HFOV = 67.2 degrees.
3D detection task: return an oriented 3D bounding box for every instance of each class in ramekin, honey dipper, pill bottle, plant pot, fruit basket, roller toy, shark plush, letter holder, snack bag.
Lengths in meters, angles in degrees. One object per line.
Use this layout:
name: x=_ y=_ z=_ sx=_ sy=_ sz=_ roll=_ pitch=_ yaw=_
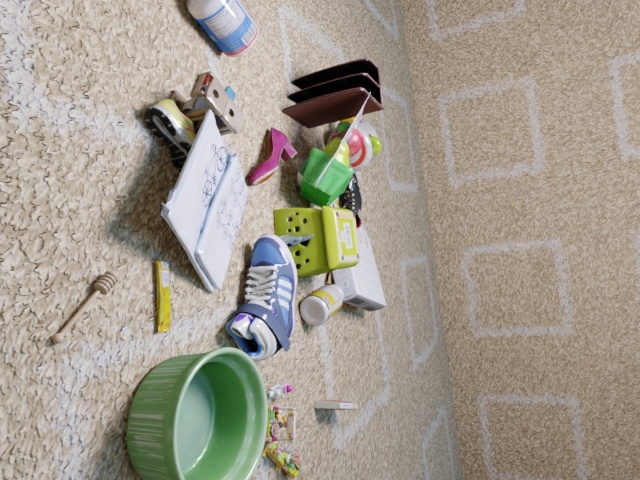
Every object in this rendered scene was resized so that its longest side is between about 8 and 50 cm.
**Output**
ramekin: x=-0.254 y=0.381 z=1.014 sx=0.303 sy=0.148 sz=0.303 roll=26 pitch=61 yaw=-59
honey dipper: x=-0.428 y=0.120 z=0.875 sx=0.030 sy=0.030 sz=0.160 roll=64 pitch=35 yaw=-32
pill bottle: x=0.013 y=0.213 z=1.645 sx=0.184 sy=0.103 sz=0.103 roll=-27 pitch=108 yaw=-62
plant pot: x=0.000 y=0.000 z=1.562 sx=0.227 sy=0.207 sz=0.228 roll=1 pitch=81 yaw=-63
pill bottle: x=-0.271 y=-0.608 z=1.274 sx=0.221 sy=0.124 sz=0.124 roll=44 pitch=46 yaw=-51
fruit basket: x=0.050 y=-0.296 z=1.639 sx=0.327 sy=0.165 sz=0.353 roll=116 pitch=-2 yaw=-78
roller toy: x=0.132 y=-0.387 z=1.948 sx=0.209 sy=0.191 sz=0.146 roll=38 pitch=35 yaw=2
shark plush: x=-0.100 y=0.017 z=1.436 sx=0.067 sy=0.161 sz=0.073 roll=-148 pitch=-125 yaw=-75
letter holder: x=0.036 y=-0.518 z=1.662 sx=0.214 sy=0.302 sz=0.152 roll=8 pitch=76 yaw=-62
snack bag: x=-0.254 y=-0.091 z=1.150 sx=0.342 sy=0.037 sz=0.323 roll=80 pitch=19 yaw=-55

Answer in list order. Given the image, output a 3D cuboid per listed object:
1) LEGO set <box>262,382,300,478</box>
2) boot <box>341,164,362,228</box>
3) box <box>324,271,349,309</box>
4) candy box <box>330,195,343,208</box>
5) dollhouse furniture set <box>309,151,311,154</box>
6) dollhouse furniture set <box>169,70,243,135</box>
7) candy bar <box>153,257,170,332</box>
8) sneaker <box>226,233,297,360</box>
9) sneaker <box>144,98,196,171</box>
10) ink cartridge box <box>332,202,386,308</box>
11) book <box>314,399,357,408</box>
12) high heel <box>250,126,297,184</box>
LEGO set: x=-0.091 y=0.551 z=1.343 sx=0.132 sy=0.107 sz=0.287 roll=-18 pitch=99 yaw=-63
boot: x=0.112 y=-0.178 z=1.889 sx=0.178 sy=0.085 sz=0.236 roll=-86 pitch=157 yaw=-50
box: x=0.077 y=0.149 z=1.881 sx=0.201 sy=0.021 sz=0.164 roll=56 pitch=37 yaw=-43
candy box: x=0.064 y=-0.136 z=1.924 sx=0.206 sy=0.027 sz=0.105 roll=51 pitch=37 yaw=-47
dollhouse furniture set: x=0.014 y=-0.328 z=1.832 sx=0.114 sy=0.091 sz=0.081 roll=45 pitch=29 yaw=-47
dollhouse furniture set: x=-0.271 y=-0.363 z=1.200 sx=0.129 sy=0.129 sz=0.183 roll=50 pitch=42 yaw=-47
candy bar: x=-0.344 y=0.119 z=1.052 sx=0.040 sy=0.018 sz=0.161 roll=10 pitch=74 yaw=-66
sneaker: x=-0.160 y=0.156 z=1.281 sx=0.236 sy=0.130 sz=0.322 roll=-24 pitch=110 yaw=-67
sneaker: x=-0.318 y=-0.242 z=1.134 sx=0.094 sy=0.081 sz=0.208 roll=-79 pitch=151 yaw=-46
ink cartridge box: x=0.129 y=0.075 z=1.927 sx=0.308 sy=0.091 sz=0.385 roll=29 pitch=43 yaw=-58
book: x=0.054 y=0.560 z=1.642 sx=0.144 sy=0.096 sz=0.035 roll=33 pitch=55 yaw=-56
high heel: x=-0.167 y=-0.261 z=1.471 sx=0.117 sy=0.082 sz=0.244 roll=47 pitch=48 yaw=-6
